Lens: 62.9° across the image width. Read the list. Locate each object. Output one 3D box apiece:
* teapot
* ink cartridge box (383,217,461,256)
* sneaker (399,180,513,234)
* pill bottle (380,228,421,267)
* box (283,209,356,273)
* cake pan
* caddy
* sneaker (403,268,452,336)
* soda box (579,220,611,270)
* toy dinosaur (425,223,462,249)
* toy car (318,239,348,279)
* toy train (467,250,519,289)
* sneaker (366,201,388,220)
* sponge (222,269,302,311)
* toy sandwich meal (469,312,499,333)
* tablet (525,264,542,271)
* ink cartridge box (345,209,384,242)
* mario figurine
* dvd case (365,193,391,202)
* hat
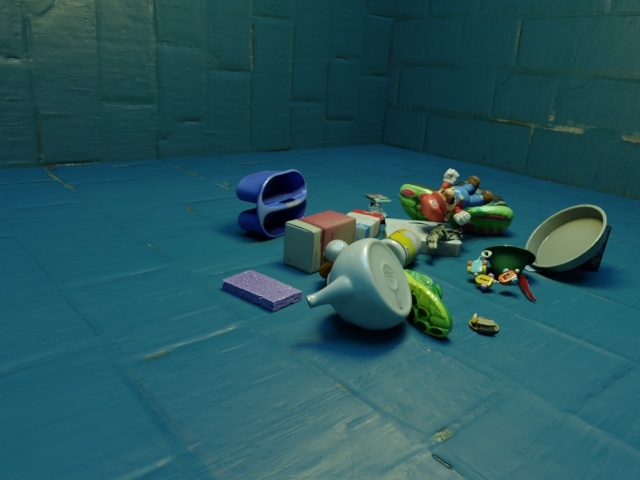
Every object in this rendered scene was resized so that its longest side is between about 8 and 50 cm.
[{"bbox_3d":[0.106,0.127,1.356,0.187,0.256,0.253,-28,29,29],"label":"teapot"},{"bbox_3d":[0.382,-0.015,2.014,0.274,0.060,0.239,5,18,3],"label":"ink cartridge box"},{"bbox_3d":[0.562,-0.151,2.217,0.481,0.185,0.202,13,40,-3],"label":"sneaker"},{"bbox_3d":[0.268,0.028,1.773,0.117,0.118,0.215,14,21,27],"label":"pill bottle"},{"bbox_3d":[0.000,0.000,1.753,0.126,0.149,0.232,19,25,35],"label":"box"},{"bbox_3d":[0.857,-0.002,1.820,0.054,0.293,0.293,45,10,-17],"label":"cake pan"},{"bbox_3d":[-0.169,-0.147,2.014,0.179,0.242,0.341,9,19,28],"label":"caddy"},{"bbox_3d":[0.290,0.153,1.424,0.123,0.110,0.296,3,23,-18],"label":"sneaker"},{"bbox_3d":[0.967,0.020,1.854,0.053,0.169,0.060,5,18,-8],"label":"soda box"},{"bbox_3d":[0.451,-0.026,1.889,0.118,0.064,0.268,4,15,19],"label":"toy dinosaur"},{"bbox_3d":[0.083,0.093,1.549,0.181,0.159,0.136,10,54,15],"label":"toy car"},{"bbox_3d":[0.542,0.107,1.656,0.125,0.046,0.166,-29,37,-4],"label":"toy train"},{"bbox_3d":[0.247,-0.128,2.290,0.063,0.073,0.162,-4,21,-24],"label":"sneaker"},{"bbox_3d":[-0.168,0.139,1.496,0.210,0.031,0.117,18,23,36],"label":"sponge"},{"bbox_3d":[0.434,0.219,1.387,0.085,0.029,0.086,4,19,-1],"label":"toy sandwich meal"},{"bbox_3d":[0.740,0.092,1.853,0.054,0.006,0.083,0,19,-11],"label":"tablet"},{"bbox_3d":[0.153,-0.053,2.047,0.134,0.078,0.231,13,21,22],"label":"ink cartridge box"},{"bbox_3d":[0.521,-0.168,1.984,0.320,0.170,0.198,-19,25,-32],"label":"mario figurine"},{"bbox_3d":[0.290,-0.215,2.646,0.087,0.013,0.119,-4,19,-22],"label":"dvd case"},{"bbox_3d":[0.606,0.127,1.708,0.172,0.184,0.208,7,-20,16],"label":"hat"}]
